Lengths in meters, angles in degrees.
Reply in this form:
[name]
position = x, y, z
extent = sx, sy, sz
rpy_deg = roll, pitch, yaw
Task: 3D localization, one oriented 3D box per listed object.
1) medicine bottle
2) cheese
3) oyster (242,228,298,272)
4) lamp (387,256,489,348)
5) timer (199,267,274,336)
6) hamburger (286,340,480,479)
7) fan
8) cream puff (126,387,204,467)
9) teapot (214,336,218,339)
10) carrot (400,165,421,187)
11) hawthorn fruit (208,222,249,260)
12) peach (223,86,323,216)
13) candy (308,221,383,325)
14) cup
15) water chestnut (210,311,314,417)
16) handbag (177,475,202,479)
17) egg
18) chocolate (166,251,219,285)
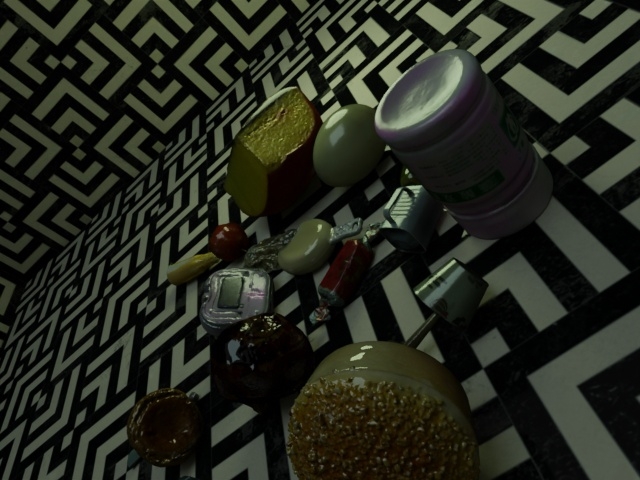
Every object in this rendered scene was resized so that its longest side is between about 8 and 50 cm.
[medicine bottle]
position = 0.273, -0.170, 1.003
extent = 0.212, 0.325, 0.212
rpy_deg = -29, 39, 27
[cheese]
position = -0.002, 0.016, 1.377
extent = 0.248, 0.070, 0.164
rpy_deg = -2, 55, 48
[oyster]
position = -0.139, 0.024, 1.532
extent = 0.209, 0.072, 0.133
rpy_deg = -22, 45, 33
[lamp]
position = 0.205, 0.137, 0.966
extent = 0.215, 0.121, 0.121
rpy_deg = -52, 32, 13
[timer]
position = -0.219, 0.158, 1.412
extent = 0.190, 0.069, 0.209
rpy_deg = -1, 46, -1
[hamburger]
position = 0.093, 0.294, 0.793
extent = 0.301, 0.302, 0.170
rpy_deg = -27, 21, 31
[fan]
position = -0.427, 0.504, 1.434
extent = 0.282, 0.023, 0.057
rpy_deg = -46, 24, 6
[cream puff]
position = -0.395, 0.471, 1.324
extent = 0.169, 0.183, 0.184
rpy_deg = -40, 27, 53
[teapot]
position = -0.255, 0.232, 1.438
extent = 0.124, 0.090, 0.092
rpy_deg = 16, 71, 56
[carrot]
position = 0.258, -0.256, 1.348
extent = 0.074, 0.074, 0.359
rpy_deg = -20, 40, 38
[hawthorn fruit]
position = -0.286, 0.005, 1.678
extent = 0.125, 0.125, 0.140
rpy_deg = -54, 31, -7
[peach]
position = -0.115, -0.254, 1.595
extent = 0.306, 0.242, 0.380
rpy_deg = -39, -16, -37
[candy]
position = 0.060, 0.074, 1.254
extent = 0.086, 0.059, 0.292
rpy_deg = 11, 65, 55
[cup]
position = 0.192, -0.054, 1.164
extent = 0.095, 0.128, 0.130
rpy_deg = 1, 55, 52
[water chestnut]
position = -0.123, 0.273, 1.167
extent = 0.223, 0.239, 0.224
rpy_deg = -13, 9, 2
[handbag]
position = -0.216, 0.520, 0.984
extent = 0.144, 0.221, 0.057
rpy_deg = -37, 36, 17
[egg]
position = 0.077, -0.257, 1.448
extent = 0.242, 0.186, 0.186
rpy_deg = -54, 33, -2
[chocolate]
position = -0.424, 0.090, 1.805
extent = 0.219, 0.085, 0.086
rpy_deg = -20, 43, 32
